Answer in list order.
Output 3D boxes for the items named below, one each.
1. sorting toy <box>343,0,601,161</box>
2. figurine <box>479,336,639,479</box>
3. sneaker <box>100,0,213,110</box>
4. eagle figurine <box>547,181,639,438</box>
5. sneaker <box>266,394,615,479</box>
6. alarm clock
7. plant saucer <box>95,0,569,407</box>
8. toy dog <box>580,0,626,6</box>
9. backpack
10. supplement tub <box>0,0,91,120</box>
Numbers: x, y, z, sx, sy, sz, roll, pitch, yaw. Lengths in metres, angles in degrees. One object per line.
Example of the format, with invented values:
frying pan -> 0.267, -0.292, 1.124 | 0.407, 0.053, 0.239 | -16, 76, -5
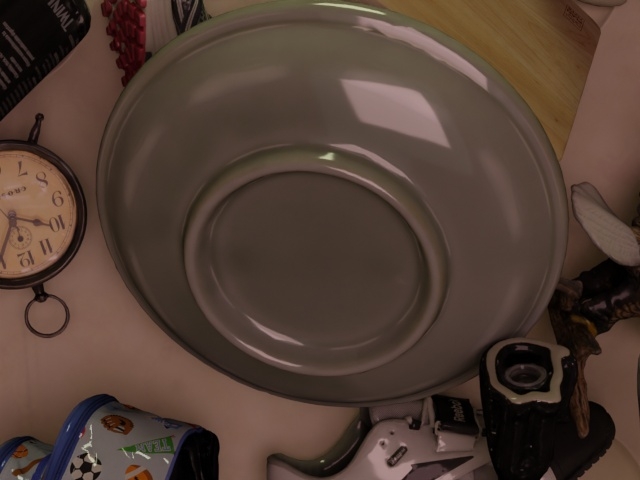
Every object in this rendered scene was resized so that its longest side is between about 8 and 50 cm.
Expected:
sorting toy -> 0.105, -0.187, 1.589 | 0.257, 0.255, 0.089 | 41, 124, -10
figurine -> 0.239, 0.186, 1.565 | 0.215, 0.092, 0.209 | -1, 125, -2
sneaker -> -0.122, -0.171, 1.614 | 0.112, 0.121, 0.299 | -13, 104, -23
eagle figurine -> 0.350, 0.043, 1.676 | 0.298, 0.225, 0.226 | -11, 86, 2
sneaker -> 0.107, 0.191, 1.670 | 0.330, 0.122, 0.146 | -21, 100, -8
alarm clock -> -0.266, -0.005, 1.619 | 0.129, 0.064, 0.192 | -18, 95, -8
plant saucer -> 0.000, 0.000, 1.508 | 0.400, 0.100, 0.400 | 6, 124, 8
toy dog -> 0.404, -0.365, 1.603 | 0.408, 0.284, 0.395 | 3, 116, -12
backpack -> -0.192, 0.264, 1.570 | 0.213, 0.276, 0.263 | 24, 87, 2
supplement tub -> -0.358, -0.140, 1.513 | 0.316, 0.193, 0.193 | -46, 100, -11
